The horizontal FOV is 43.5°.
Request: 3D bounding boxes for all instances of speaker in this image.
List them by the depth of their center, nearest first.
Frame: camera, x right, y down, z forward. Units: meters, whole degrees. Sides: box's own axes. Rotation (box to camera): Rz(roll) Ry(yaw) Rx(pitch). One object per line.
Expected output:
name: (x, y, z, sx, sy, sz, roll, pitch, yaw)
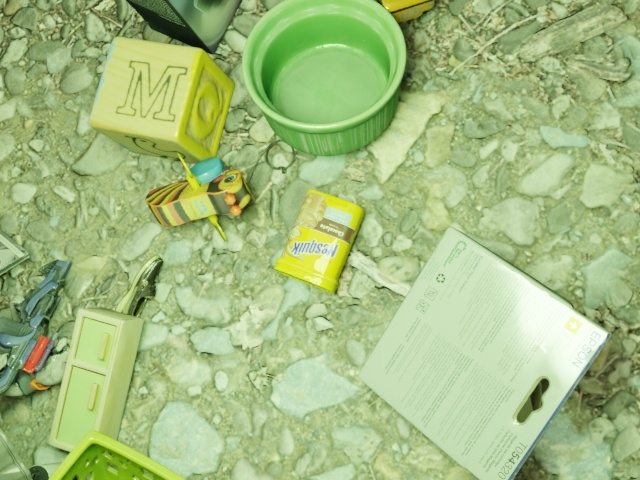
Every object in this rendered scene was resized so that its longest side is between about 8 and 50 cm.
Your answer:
speaker: (-0.506, 0.452, 1.531, 0.055, 0.136, 0.055, -3, 77, 13)

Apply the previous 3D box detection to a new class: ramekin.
ramekin: (0.013, -0.309, 1.526, 0.303, 0.148, 0.303, -2, 68, 6)

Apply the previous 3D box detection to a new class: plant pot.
plant pot: (-0.369, 0.513, 1.421, 0.227, 0.207, 0.228, 23, 53, 16)

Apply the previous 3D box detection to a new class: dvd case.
dvd case: (-0.739, 0.052, 1.654, 0.164, 0.018, 0.221, 31, 53, 33)

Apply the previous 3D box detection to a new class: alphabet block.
alphabet block: (-0.312, -0.276, 1.607, 0.197, 0.192, 0.193, 12, 84, 17)

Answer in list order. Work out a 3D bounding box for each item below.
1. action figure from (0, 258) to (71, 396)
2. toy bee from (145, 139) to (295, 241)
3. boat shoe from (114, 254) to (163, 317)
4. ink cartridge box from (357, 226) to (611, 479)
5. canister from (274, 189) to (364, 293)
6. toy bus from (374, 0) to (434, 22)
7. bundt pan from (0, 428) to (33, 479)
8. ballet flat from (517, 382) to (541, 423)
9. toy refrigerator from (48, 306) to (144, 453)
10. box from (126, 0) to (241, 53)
action figure: (-0.633, 0.190, 1.640, 0.330, 0.178, 0.341, 21, 55, 11)
toy bee: (-0.205, -0.098, 1.541, 0.298, 0.162, 0.195, -39, 116, 18)
boat shoe: (-0.354, 0.101, 1.613, 0.049, 0.056, 0.152, 35, 98, 13)
ink cartridge box: (0.268, 0.197, 1.357, 0.330, 0.071, 0.324, 37, 102, 30)
canister: (0.000, 0.000, 1.531, 0.126, 0.073, 0.170, 20, 83, 17)
toy bus: (0.121, -0.578, 1.583, 0.108, 0.130, 0.333, -18, 74, -3)
bundt pan: (-0.642, 0.407, 1.438, 0.331, 0.331, 0.124, 41, 52, 18)
ballet flat: (0.344, 0.229, 1.402, 0.086, 0.086, 0.248, -5, 79, 13)
toy refrigerator: (-0.436, 0.273, 1.553, 0.102, 0.094, 0.269, 14, 91, 16)
box: (-0.263, -0.583, 1.601, 0.183, 0.294, 0.296, 26, 86, 15)
